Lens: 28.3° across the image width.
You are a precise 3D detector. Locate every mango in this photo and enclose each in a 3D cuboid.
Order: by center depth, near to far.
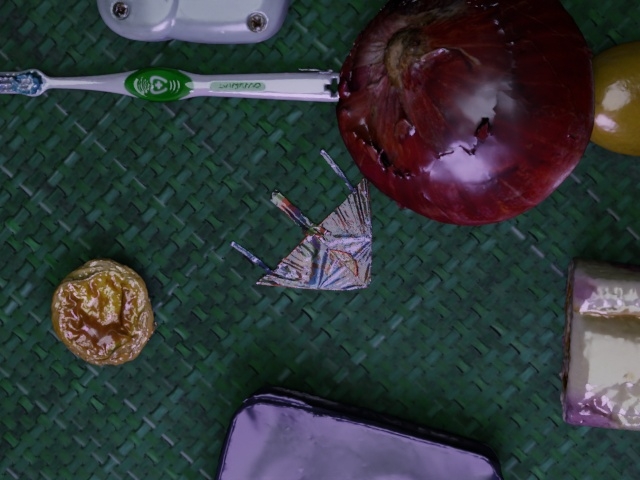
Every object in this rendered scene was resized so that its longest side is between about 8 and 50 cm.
[{"bbox_3d":[0.369,-0.152,1.376,0.194,0.092,0.130,12,99,-1],"label":"mango"}]

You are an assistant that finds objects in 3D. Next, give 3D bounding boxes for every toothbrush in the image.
[{"bbox_3d":[-0.173,-0.179,1.455,0.418,0.040,0.042,1,102,1],"label":"toothbrush"}]

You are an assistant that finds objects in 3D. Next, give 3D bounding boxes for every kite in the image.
[{"bbox_3d":[0.000,0.000,1.477,0.160,0.010,0.183,45,101,-2],"label":"kite"}]

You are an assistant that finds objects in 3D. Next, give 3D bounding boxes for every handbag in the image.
[{"bbox_3d":[0.032,0.330,1.476,0.325,0.118,0.269,16,93,3],"label":"handbag"}]

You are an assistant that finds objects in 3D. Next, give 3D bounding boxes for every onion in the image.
[{"bbox_3d":[0.152,-0.149,1.328,0.276,0.276,0.276,1,99,5],"label":"onion"}]

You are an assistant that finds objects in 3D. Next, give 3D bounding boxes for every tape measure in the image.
[{"bbox_3d":[-0.140,-0.337,1.377,0.246,0.125,0.243,2,100,6],"label":"tape measure"}]

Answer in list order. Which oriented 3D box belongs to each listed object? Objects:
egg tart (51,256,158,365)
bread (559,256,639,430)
[{"bbox_3d":[-0.251,0.084,1.493,0.130,0.052,0.130,1,98,6],"label":"egg tart"},{"bbox_3d":[0.434,0.125,1.384,0.338,0.155,0.187,5,92,7],"label":"bread"}]
